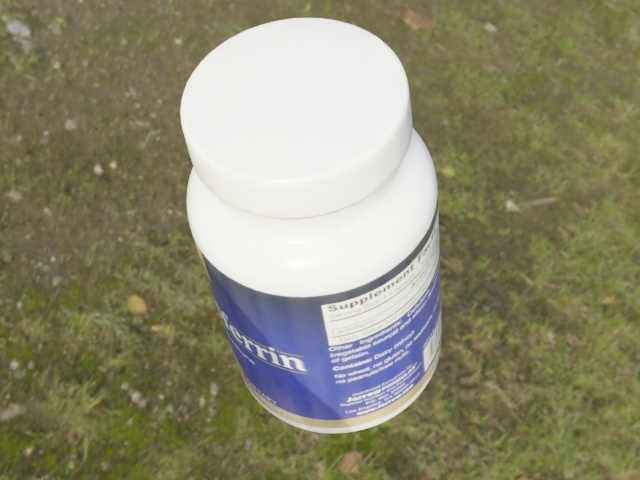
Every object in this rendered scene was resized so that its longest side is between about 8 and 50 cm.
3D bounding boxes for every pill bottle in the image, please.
[{"bbox_3d":[0.000,0.000,0.629,0.153,0.264,0.153,-4,52,5],"label":"pill bottle"}]
